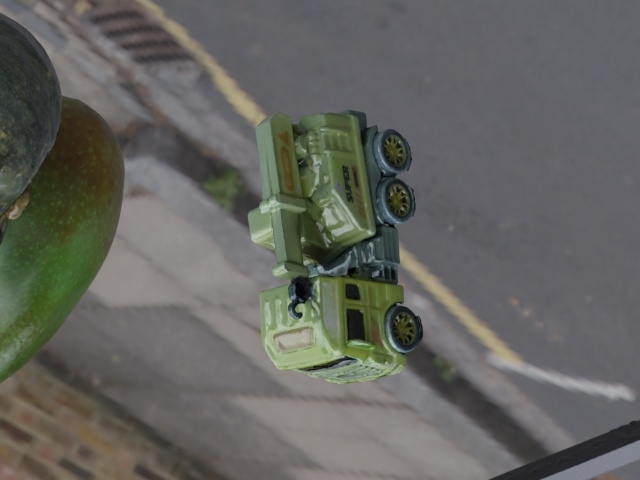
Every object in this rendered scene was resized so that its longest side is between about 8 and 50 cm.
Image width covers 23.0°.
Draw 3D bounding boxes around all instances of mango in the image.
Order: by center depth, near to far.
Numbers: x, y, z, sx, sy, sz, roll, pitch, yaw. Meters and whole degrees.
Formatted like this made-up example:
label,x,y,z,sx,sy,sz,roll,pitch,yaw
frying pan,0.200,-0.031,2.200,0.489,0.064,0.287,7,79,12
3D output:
label,x,y,z,sx,sy,sz,roll,pitch,yaw
mango,-0.343,0.017,1.643,0.201,0.382,0.225,32,172,1

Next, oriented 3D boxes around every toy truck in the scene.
label,x,y,z,sx,sy,sz,roll,pitch,yaw
toy truck,0.000,0.000,0.970,0.100,0.169,0.077,11,162,-43

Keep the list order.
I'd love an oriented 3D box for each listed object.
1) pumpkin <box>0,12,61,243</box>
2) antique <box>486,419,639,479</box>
label,x,y,z,sx,sy,sz,roll,pitch,yaw
pumpkin,-0.384,-0.068,1.377,0.257,0.328,0.291,27,-174,-9
antique,0.153,0.146,1.000,0.015,0.192,0.031,62,-165,-14
